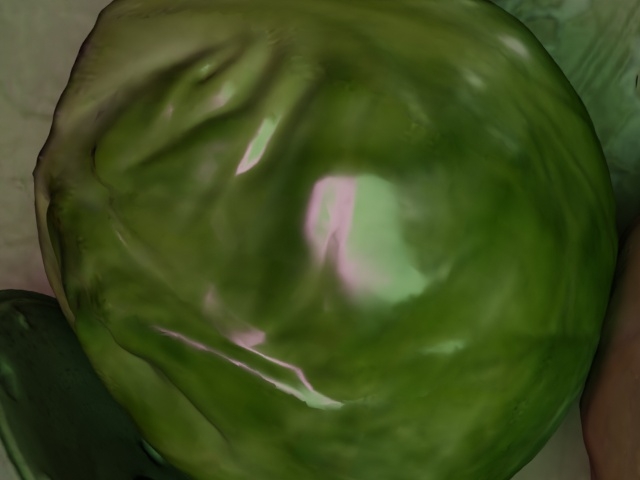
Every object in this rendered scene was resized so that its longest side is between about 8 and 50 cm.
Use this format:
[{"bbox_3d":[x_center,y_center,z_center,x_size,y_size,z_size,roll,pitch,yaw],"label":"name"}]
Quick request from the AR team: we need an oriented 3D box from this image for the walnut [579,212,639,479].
[{"bbox_3d":[0.236,0.085,0.634,0.227,0.273,0.273,3,103,29],"label":"walnut"}]

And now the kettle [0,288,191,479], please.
[{"bbox_3d":[-0.149,0.273,0.651,0.377,0.250,0.361,-41,96,9],"label":"kettle"}]

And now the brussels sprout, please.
[{"bbox_3d":[0.000,0.000,0.621,0.244,0.244,0.244,0,101,-2],"label":"brussels sprout"}]
